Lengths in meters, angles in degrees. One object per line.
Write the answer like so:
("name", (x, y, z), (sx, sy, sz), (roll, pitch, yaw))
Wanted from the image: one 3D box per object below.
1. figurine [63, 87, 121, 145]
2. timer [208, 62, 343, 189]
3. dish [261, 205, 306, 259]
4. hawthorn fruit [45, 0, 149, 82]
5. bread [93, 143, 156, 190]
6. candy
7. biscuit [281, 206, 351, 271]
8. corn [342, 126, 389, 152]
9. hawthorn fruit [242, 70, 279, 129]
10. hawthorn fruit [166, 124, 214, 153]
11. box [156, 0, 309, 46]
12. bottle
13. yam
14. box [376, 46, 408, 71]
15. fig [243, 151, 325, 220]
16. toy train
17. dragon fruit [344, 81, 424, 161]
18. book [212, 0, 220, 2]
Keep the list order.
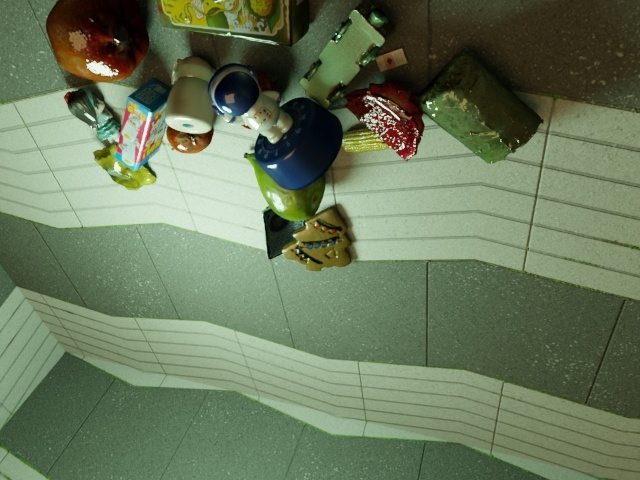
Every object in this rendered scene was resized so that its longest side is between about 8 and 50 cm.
("figurine", (-0.835, -0.454, 1.884), (0.138, 0.110, 0.245), (-7, 135, 33))
("timer", (-0.150, -0.343, 1.427), (0.271, 0.270, 0.384), (-20, 141, 37))
("dish", (-0.150, -0.064, 1.931), (0.080, 0.182, 0.243), (44, 149, 39))
("hawthorn fruit", (-0.672, -0.624, 1.538), (0.311, 0.295, 0.295), (25, 150, 55))
("bread", (-0.779, -0.279, 2.011), (0.161, 0.088, 0.233), (-1, 152, 39))
("candy", (-0.625, -0.405, 1.795), (0.100, 0.157, 0.305), (32, 136, -5))
("biscuit", (0.000, 0.001, 1.921), (0.279, 0.043, 0.301), (6, 128, -8))
("corn", (0.144, -0.318, 1.599), (0.166, 0.063, 0.085), (-4, 153, 30))
("hawthorn fruit", (-0.212, -0.443, 1.586), (0.174, 0.173, 0.178), (20, 109, 6))
("hawthorn fruit", (-0.471, -0.366, 1.796), (0.165, 0.165, 0.285), (39, 164, -13))
("box", (-0.242, -0.739, 1.327), (0.421, 0.138, 0.372), (13, 134, 12))
("bottle", (-0.404, -0.471, 1.599), (0.148, 0.236, 0.147), (5, 172, 1))
("yam", (0.421, -0.348, 1.354), (0.300, 0.195, 0.195), (35, 135, -11))
("box", (0.200, -0.510, 1.427), (0.083, 0.012, 0.046), (-9, 127, 30))
("fig", (-0.140, -0.199, 1.718), (0.315, 0.233, 0.233), (17, 136, 0))
("toy train", (0.076, -0.509, 1.384), (0.129, 0.159, 0.326), (39, 138, -10))
("dragon fruit", (0.201, -0.367, 1.438), (0.262, 0.189, 0.163), (36, 125, -12))
("book", (-0.172, -0.715, 1.205), (0.311, 0.021, 0.216), (-3, 128, 25))
